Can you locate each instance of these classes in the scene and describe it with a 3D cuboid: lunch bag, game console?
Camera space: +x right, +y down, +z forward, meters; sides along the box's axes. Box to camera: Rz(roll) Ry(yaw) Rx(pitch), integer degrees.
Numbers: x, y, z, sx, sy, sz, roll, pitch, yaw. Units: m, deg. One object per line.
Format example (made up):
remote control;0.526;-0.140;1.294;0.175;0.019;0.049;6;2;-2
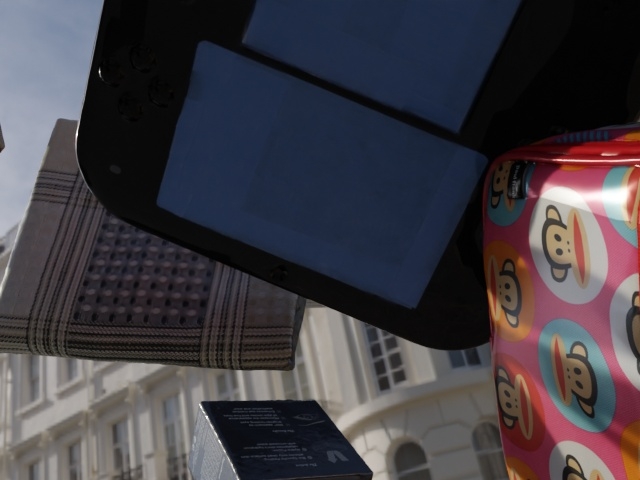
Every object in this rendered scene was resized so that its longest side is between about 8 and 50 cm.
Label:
lunch bag;0.201;0.084;0.378;0.120;0.292;0.258;-13;10;-16
game console;0.020;-0.106;0.530;0.387;0.060;0.341;22;-58;0

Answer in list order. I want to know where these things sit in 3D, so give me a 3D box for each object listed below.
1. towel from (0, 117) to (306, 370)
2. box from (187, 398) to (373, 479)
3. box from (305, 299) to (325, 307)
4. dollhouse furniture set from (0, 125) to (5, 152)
towel;-0.154;-0.028;0.737;0.313;0.324;0.056;2;-32;10
box;-0.051;0.259;0.810;0.156;0.158;0.093;6;-74;-28
box;0.000;0.000;1.099;0.182;0.180;0.119;1;-38;-25
dollhouse furniture set;-0.416;-0.184;0.830;0.184;0.128;0.129;-27;-17;26
